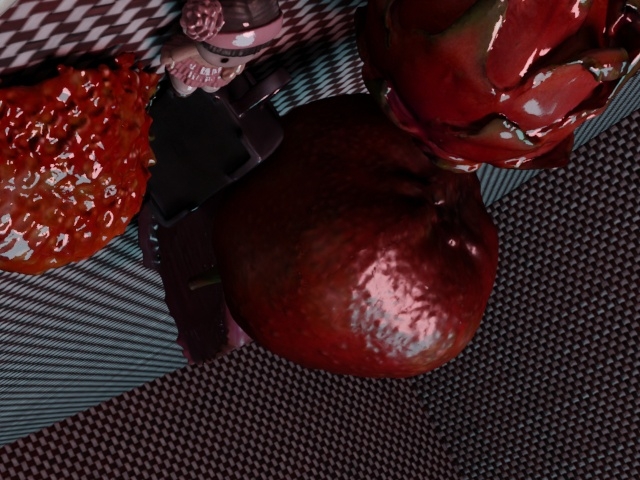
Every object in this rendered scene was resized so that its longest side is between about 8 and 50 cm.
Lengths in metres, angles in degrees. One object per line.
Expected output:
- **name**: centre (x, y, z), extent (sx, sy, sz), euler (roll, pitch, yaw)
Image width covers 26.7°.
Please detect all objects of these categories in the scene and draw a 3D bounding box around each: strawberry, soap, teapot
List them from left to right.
- **strawberry**: centre (-0.185, -0.035, 0.880), extent (0.236, 0.106, 0.175), euler (-22, 170, -38)
- **teapot**: centre (-0.081, -0.085, 1.034), extent (0.177, 0.087, 0.096), euler (-34, -177, 39)
- **soap**: centre (-0.086, 0.012, 1.305), extent (0.112, 0.182, 0.289), euler (-26, 177, -22)

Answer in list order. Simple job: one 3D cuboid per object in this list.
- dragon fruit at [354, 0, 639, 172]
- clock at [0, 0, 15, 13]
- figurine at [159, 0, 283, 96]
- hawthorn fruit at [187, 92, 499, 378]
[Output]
- **dragon fruit**: centre (0.130, -0.155, 0.922), extent (0.193, 0.192, 0.274), euler (-15, 156, -28)
- **clock**: centre (-0.158, -0.108, 0.392), extent (0.236, 0.053, 0.236), euler (-25, 149, -16)
- **figurine**: centre (-0.072, -0.133, 0.870), extent (0.072, 0.054, 0.129), euler (-9, 172, -25)
- **hawthorn fruit**: centre (0.000, 0.000, 1.083), extent (0.266, 0.230, 0.210), euler (-9, 157, 25)
